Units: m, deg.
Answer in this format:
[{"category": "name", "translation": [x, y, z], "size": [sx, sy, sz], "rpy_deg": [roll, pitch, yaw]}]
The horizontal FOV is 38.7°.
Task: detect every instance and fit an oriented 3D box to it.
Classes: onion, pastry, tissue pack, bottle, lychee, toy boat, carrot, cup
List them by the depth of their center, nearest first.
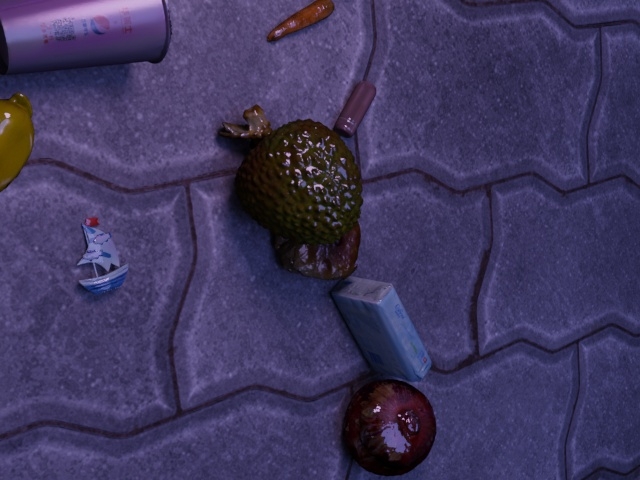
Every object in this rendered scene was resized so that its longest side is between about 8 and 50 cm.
[{"category": "cup", "translation": [-0.437, -0.386, 1.611], "size": [0.289, 0.203, 0.203], "rpy_deg": [-20, 109, -32]}, {"category": "toy boat", "translation": [-0.423, 0.032, 1.778], "size": [0.105, 0.034, 0.149], "rpy_deg": [7, 79, -39]}, {"category": "lychee", "translation": [-0.053, -0.132, 1.916], "size": [0.270, 0.320, 0.270], "rpy_deg": [-20, 145, -14]}, {"category": "carrot", "translation": [-0.042, -0.488, 2.026], "size": [0.191, 0.047, 0.047], "rpy_deg": [-38, 119, -29]}, {"category": "pastry", "translation": [0.000, 0.000, 2.091], "size": [0.218, 0.100, 0.229], "rpy_deg": [-51, 124, -24]}, {"category": "bottle", "translation": [0.083, -0.310, 2.152], "size": [0.053, 0.053, 0.140], "rpy_deg": [42, 68, -37]}, {"category": "tissue pack", "translation": [0.150, 0.211, 2.200], "size": [0.089, 0.177, 0.263], "rpy_deg": [-43, 121, -29]}, {"category": "onion", "translation": [0.176, 0.461, 2.251], "size": [0.246, 0.190, 0.246], "rpy_deg": [5, 79, -29]}]

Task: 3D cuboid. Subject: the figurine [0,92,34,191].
[{"category": "figurine", "translation": [-0.601, -0.107, 1.485], "size": [0.169, 0.218, 0.326], "rpy_deg": [76, 28, -44]}]
